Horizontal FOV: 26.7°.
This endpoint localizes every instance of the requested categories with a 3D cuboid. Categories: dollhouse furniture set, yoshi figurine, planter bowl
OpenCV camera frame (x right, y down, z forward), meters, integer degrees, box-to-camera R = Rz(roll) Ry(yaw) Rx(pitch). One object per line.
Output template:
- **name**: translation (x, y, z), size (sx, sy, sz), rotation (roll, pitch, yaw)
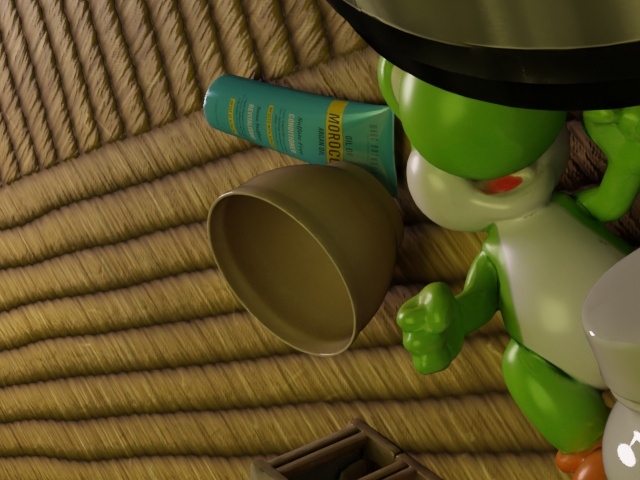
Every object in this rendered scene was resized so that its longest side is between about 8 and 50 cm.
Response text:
- **dollhouse furniture set**: translation (0.019, 0.284, 1.209), size (0.129, 0.129, 0.183), rotation (31, 125, 39)
- **yoshi figurine**: translation (0.149, -0.005, 0.890), size (0.362, 0.204, 0.203), rotation (59, 138, 12)
- **planter bowl**: translation (0.000, 0.000, 1.126), size (0.162, 0.109, 0.162), rotation (30, 143, 26)

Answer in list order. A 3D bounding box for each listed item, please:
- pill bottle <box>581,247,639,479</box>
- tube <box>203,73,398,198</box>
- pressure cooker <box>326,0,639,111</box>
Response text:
- **pill bottle**: translation (0.264, 0.150, 0.750), size (0.176, 0.176, 0.318), rotation (-5, 119, 50)
- **tube**: translation (-0.013, -0.099, 1.177), size (0.207, 0.052, 0.080), rotation (20, 129, 38)
- **pressure cooker**: translation (0.119, -0.272, 0.634), size (0.376, 0.369, 0.420), rotation (-1, 146, 22)
